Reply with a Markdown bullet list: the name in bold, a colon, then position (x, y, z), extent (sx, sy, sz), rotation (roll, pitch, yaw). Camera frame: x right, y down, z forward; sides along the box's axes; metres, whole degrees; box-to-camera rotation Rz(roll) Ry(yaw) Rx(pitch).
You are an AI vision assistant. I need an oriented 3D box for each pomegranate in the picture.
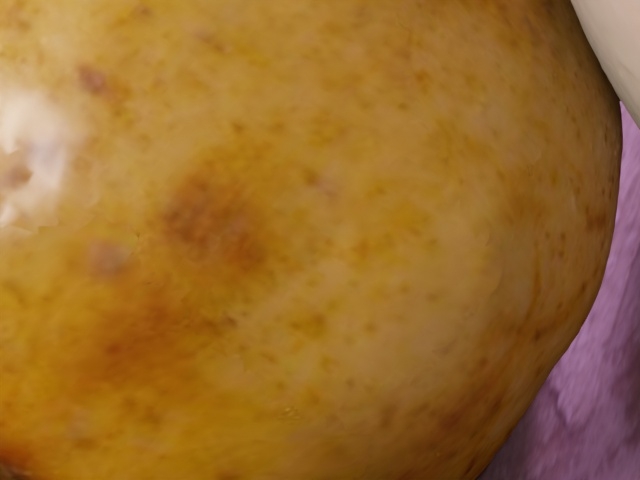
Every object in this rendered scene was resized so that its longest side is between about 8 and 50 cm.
- **pomegranate**: position (-0.041, -0.022, 0.525), extent (0.260, 0.260, 0.260), rotation (-163, 90, -83)

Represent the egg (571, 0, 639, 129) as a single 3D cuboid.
- **egg**: position (0.128, -0.128, 0.438), extent (0.286, 0.174, 0.264), rotation (128, 161, -80)
